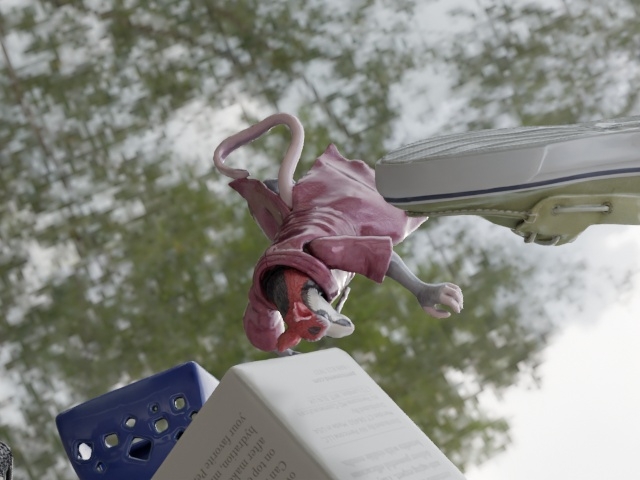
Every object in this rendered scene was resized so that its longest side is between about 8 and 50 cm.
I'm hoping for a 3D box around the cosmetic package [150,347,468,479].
[{"bbox_3d":[0.062,0.317,1.089,0.453,0.161,0.230,46,-65,23],"label":"cosmetic package"}]

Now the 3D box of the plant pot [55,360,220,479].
[{"bbox_3d":[-0.227,0.343,2.205,0.236,0.236,0.212,56,14,-63],"label":"plant pot"}]

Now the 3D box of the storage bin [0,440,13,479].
[{"bbox_3d":[-0.499,0.318,1.920,0.084,0.180,0.122,-53,150,-68],"label":"storage bin"}]

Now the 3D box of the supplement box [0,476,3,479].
[{"bbox_3d":[-0.413,0.327,1.804,0.062,0.036,0.098,-65,-163,5],"label":"supplement box"}]

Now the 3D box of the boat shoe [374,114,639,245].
[{"bbox_3d":[0.189,-0.042,1.179,0.109,0.302,0.094,-153,-121,-68],"label":"boat shoe"}]

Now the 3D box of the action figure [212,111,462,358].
[{"bbox_3d":[0.000,0.000,1.691,0.275,0.248,0.370,54,21,-12],"label":"action figure"}]
